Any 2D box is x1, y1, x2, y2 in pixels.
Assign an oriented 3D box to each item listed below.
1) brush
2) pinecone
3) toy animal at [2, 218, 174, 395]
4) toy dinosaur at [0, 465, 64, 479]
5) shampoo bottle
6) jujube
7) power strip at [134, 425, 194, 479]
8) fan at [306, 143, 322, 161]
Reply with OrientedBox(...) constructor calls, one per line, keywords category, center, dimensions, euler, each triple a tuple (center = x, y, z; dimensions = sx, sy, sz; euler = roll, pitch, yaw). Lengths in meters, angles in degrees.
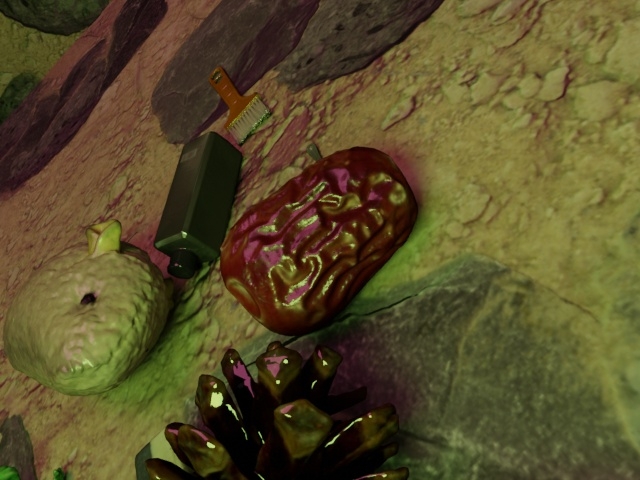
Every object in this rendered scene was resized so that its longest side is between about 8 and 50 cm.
OrientedBox(category="brush", center=(-0.172, -0.278, 1.105), dimensions=(0.090, 0.017, 0.314), euler=(-44, 39, 8))
OrientedBox(category="pinecone", center=(-0.034, 0.186, 0.478), dimensions=(0.228, 0.202, 0.201), euler=(3, 57, 58))
OrientedBox(category="toy animal", center=(-0.337, 0.106, 0.833), dimensions=(0.358, 0.188, 0.227), euler=(0, 51, 44))
OrientedBox(category="toy dinosaur", center=(-0.497, 0.518, 0.749), dimensions=(0.374, 0.144, 0.500), euler=(19, 78, 36))
OrientedBox(category="shampoo bottle", center=(-0.193, -0.054, 0.902), dimensions=(0.080, 0.079, 0.246), euler=(-18, 49, 34))
OrientedBox(category="jujube", center=(0.000, 0.000, 0.637), dimensions=(0.230, 0.155, 0.155), euler=(-39, 41, 1))
OrientedBox(category="power strip", center=(-0.107, 0.292, 0.540), dimensions=(0.070, 0.105, 0.257), euler=(-43, 40, 8))
OrientedBox(category="fan", center=(0.020, -0.076, 0.777), dimensions=(0.132, 0.009, 0.220), euler=(-40, 42, 9))
